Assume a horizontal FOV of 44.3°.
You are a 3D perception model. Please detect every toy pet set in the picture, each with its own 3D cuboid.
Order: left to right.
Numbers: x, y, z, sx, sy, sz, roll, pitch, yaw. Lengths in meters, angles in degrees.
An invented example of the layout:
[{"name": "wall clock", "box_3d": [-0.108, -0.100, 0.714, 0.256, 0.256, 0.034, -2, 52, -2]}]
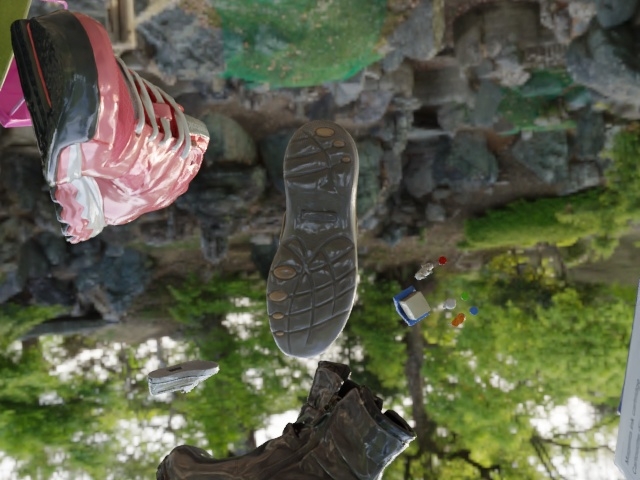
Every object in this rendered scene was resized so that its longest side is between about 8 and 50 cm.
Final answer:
[{"name": "toy pet set", "box_3d": [0.198, 0.107, 1.416, 0.114, 0.122, 0.065, -32, -177, -12]}]

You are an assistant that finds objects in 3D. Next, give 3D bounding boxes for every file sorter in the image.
[{"name": "file sorter", "box_3d": [-0.554, -0.376, 1.422, 0.182, 0.290, 0.202, -42, 178, 17]}]

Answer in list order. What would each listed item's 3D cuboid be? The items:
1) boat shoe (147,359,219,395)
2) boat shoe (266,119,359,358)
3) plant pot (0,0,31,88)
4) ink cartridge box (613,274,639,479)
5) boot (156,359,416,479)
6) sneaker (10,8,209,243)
[{"name": "boat shoe", "box_3d": [-0.184, 0.187, 1.056, 0.100, 0.035, 0.035, -9, -160, -34]}, {"name": "boat shoe", "box_3d": [0.000, 0.000, 1.075, 0.123, 0.324, 0.116, 10, -171, 4]}, {"name": "plant pot", "box_3d": [-0.442, -0.212, 0.683, 0.294, 0.274, 0.275, 21, 165, -34]}, {"name": "ink cartridge box", "box_3d": [0.367, 0.133, 0.772, 0.072, 0.323, 0.330, -5, -158, -8]}, {"name": "boot", "box_3d": [-0.038, 0.226, 0.824, 0.118, 0.222, 0.338, 36, 168, -31]}, {"name": "sneaker", "box_3d": [-0.154, -0.092, 0.618, 0.136, 0.115, 0.314, -15, 170, -16]}]
